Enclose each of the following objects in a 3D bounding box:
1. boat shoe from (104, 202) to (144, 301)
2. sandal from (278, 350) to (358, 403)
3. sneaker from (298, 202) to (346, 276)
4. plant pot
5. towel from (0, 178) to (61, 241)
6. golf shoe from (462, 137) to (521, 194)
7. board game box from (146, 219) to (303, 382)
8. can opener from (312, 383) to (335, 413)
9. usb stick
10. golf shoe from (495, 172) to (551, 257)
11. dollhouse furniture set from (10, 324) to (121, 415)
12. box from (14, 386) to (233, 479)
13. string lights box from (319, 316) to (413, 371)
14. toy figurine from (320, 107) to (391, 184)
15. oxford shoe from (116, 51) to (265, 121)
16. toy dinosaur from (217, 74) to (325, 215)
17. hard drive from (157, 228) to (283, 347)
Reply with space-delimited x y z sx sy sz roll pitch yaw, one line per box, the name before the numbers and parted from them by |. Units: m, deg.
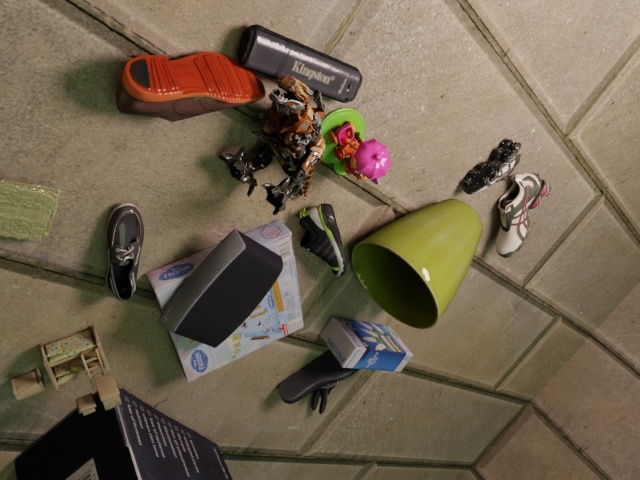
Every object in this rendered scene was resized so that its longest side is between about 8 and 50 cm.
boat shoe | -0.372 0.027 1.096 0.075 0.065 0.206 -5 125 -34
sandal | 0.000 0.393 1.652 0.254 0.097 0.055 -24 134 -4
sneaker | 0.000 0.000 1.363 0.097 0.084 0.235 -13 134 4
plant pot | 0.279 0.028 1.465 0.293 0.274 0.275 -40 140 -25
towel | -0.521 -0.053 0.951 0.148 0.027 0.110 8 119 -42
golf shoe | 0.476 -0.182 1.552 0.198 0.077 0.094 -41 138 -1
board game box | -0.202 0.144 1.315 0.317 0.066 0.319 -23 133 -21
can opener | 0.002 0.466 1.739 0.073 0.059 0.186 -41 156 -44
usb stick | -0.032 -0.328 1.077 0.277 0.045 0.077 8 108 -41
golf shoe | 0.573 -0.079 1.708 0.120 0.105 0.273 8 113 -23
dollhouse furniture set | -0.511 0.276 1.123 0.181 0.161 0.101 -20 133 -24
box | -0.382 0.666 1.297 0.297 0.480 0.472 -39 137 -2
string lights box | 0.134 0.303 1.644 0.259 0.133 0.077 17 114 -44
toy figurine | 0.084 -0.172 1.207 0.130 0.159 0.173 -32 137 -12
oxford shoe | -0.220 -0.260 0.984 0.271 0.097 0.098 -9 161 -40
toy dinosaur | -0.053 -0.171 1.122 0.218 0.164 0.322 -48 136 -16
hard drive | -0.201 0.112 1.202 0.255 0.054 0.172 -49 136 6
